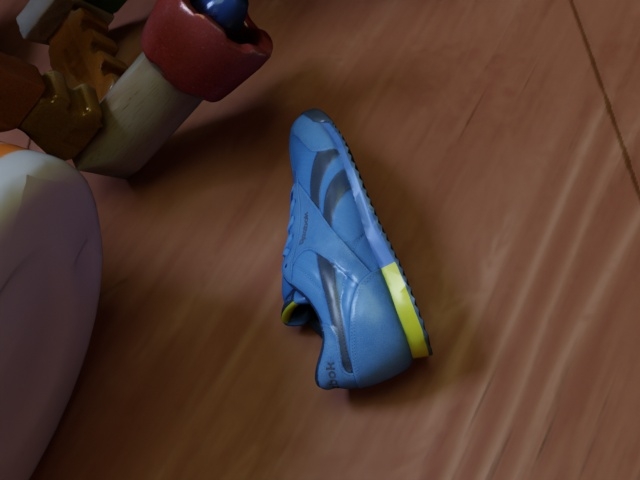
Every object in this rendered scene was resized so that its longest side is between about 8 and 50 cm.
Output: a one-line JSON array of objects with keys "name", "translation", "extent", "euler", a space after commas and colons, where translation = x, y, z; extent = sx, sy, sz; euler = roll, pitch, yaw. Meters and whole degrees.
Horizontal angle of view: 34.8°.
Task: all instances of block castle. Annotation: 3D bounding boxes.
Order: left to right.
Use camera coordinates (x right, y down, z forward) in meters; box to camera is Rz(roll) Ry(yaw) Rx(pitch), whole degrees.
[{"name": "block castle", "translation": [-0.236, -0.282, 0.724], "extent": [0.213, 0.303, 0.453], "euler": [-44, 52, 22]}]

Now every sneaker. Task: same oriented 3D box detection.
[{"name": "sneaker", "translation": [0.000, 0.000, 0.654], "extent": [0.082, 0.069, 0.209], "euler": [-21, 55, 2]}]

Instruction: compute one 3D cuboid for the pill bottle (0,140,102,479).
[{"name": "pill bottle", "translation": [-0.347, 0.014, 0.580], "extent": [0.392, 0.224, 0.224], "euler": [15, 60, 7]}]
